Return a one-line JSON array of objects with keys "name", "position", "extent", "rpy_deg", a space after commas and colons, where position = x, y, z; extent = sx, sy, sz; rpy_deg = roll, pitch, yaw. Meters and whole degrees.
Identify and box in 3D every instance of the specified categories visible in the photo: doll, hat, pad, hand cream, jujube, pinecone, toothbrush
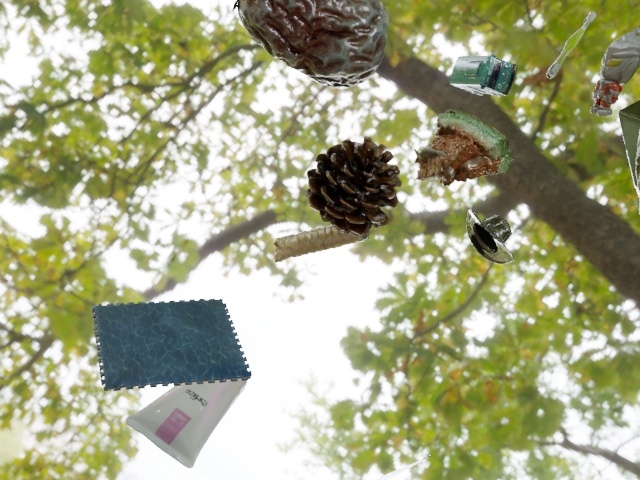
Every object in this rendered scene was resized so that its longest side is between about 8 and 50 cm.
[{"name": "doll", "position": [0.575, -0.326, 1.666], "extent": [0.079, 0.180, 0.094], "rpy_deg": [16, 13, -20]}, {"name": "hat", "position": [0.290, -0.012, 1.437], "extent": [0.121, 0.050, 0.121], "rpy_deg": [52, -10, 13]}, {"name": "pad", "position": [0.100, 0.419, 1.502], "extent": [0.116, 0.193, 0.004], "rpy_deg": [-44, -115, 41]}, {"name": "hand cream", "position": [-0.295, 0.389, 2.040], "extent": [0.185, 0.358, 0.118], "rpy_deg": [36, -62, 6]}, {"name": "pad", "position": [-0.281, 0.186, 1.596], "extent": [0.270, 0.268, 0.012], "rpy_deg": [-124, -143, -55]}, {"name": "jujube", "position": [-0.015, -0.452, 1.766], "extent": [0.316, 0.226, 0.226], "rpy_deg": [25, -17, -10]}, {"name": "pinecone", "position": [0.076, -0.116, 1.743], "extent": [0.207, 0.208, 0.208], "rpy_deg": [31, -19, 12]}, {"name": "toothbrush", "position": [0.529, -0.414, 1.808], "extent": [0.022, 0.263, 0.026], "rpy_deg": [43, -37, -5]}]

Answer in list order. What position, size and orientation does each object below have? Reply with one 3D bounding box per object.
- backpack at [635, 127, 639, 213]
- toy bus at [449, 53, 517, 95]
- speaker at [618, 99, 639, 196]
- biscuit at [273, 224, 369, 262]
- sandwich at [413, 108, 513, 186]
[{"name": "backpack", "position": [0.595, -0.159, 1.416], "extent": [0.139, 0.207, 0.254], "rpy_deg": [3, -57, 20]}, {"name": "toy bus", "position": [0.371, -0.379, 1.973], "extent": [0.091, 0.079, 0.160], "rpy_deg": [16, 6, -23]}, {"name": "speaker", "position": [0.869, -0.212, 2.069], "extent": [0.254, 0.184, 0.232], "rpy_deg": [67, -7, -28]}, {"name": "biscuit", "position": [0.000, 0.000, 1.888], "extent": [0.219, 0.061, 0.055], "rpy_deg": [-13, -35, 12]}, {"name": "sandwich", "position": [0.308, -0.190, 1.882], "extent": [0.184, 0.160, 0.109], "rpy_deg": [25, -34, 30]}]
